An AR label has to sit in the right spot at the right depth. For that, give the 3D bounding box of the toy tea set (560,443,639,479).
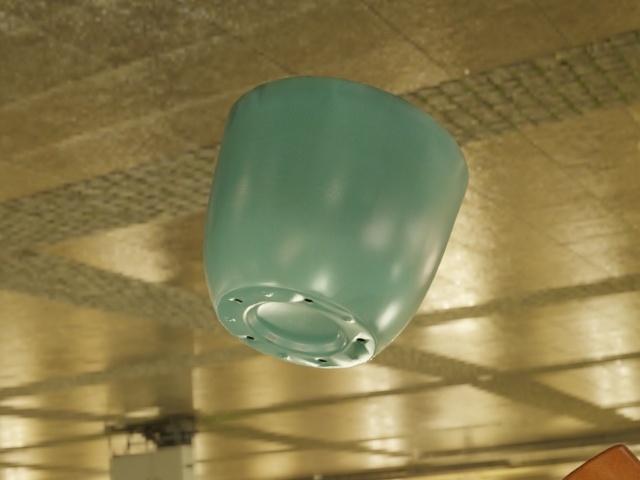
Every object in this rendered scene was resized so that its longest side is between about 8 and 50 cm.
[{"bbox_3d":[0.121,0.284,0.830,0.336,0.124,0.200,-43,157,26],"label":"toy tea set"}]

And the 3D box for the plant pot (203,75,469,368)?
[{"bbox_3d":[0.000,0.000,1.293,0.293,0.235,0.293,13,150,8],"label":"plant pot"}]
